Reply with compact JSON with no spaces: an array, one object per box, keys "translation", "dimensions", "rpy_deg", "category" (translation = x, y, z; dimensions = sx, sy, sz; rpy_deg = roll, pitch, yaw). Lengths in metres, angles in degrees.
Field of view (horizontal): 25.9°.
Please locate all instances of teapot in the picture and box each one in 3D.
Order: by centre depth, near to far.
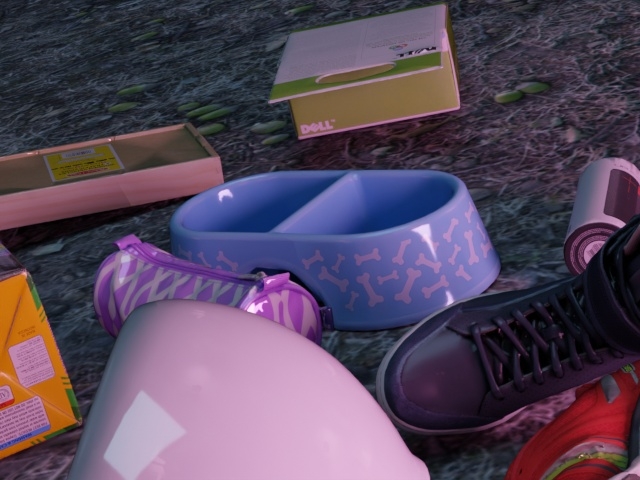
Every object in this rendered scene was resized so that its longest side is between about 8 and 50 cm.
[{"translation":[-0.025,0.155,0.607],"dimensions":[0.187,0.252,0.256],"rpy_deg":[16,42,-5],"category":"teapot"}]

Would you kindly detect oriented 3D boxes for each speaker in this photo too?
[{"translation":[0.220,-0.016,1.073],"dimensions":[0.055,0.055,0.136],"rpy_deg":[-6,22,19],"category":"speaker"}]

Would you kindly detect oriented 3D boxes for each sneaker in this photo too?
[{"translation":[0.136,0.146,0.692],"dimensions":[0.118,0.107,0.279],"rpy_deg":[-19,10,32],"category":"sneaker"},{"translation":[0.147,0.047,0.825],"dimensions":[0.226,0.086,0.163],"rpy_deg":[-18,-13,-11],"category":"sneaker"}]

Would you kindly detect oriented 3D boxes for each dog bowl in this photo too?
[{"translation":[0.000,0.000,1.142],"dimensions":[0.297,0.074,0.166],"rpy_deg":[1,26,35],"category":"dog bowl"}]

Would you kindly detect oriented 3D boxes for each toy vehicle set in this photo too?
[{"translation":[-0.249,-0.069,1.482],"dimensions":[0.267,0.035,0.166],"rpy_deg":[-11,20,-12],"category":"toy vehicle set"}]

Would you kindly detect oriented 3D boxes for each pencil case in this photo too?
[{"translation":[-0.089,0.053,1.044],"dimensions":[0.086,0.088,0.206],"rpy_deg":[-27,24,-37],"category":"pencil case"}]

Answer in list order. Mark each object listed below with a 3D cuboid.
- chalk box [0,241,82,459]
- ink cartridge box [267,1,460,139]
[{"translation":[-0.286,0.074,1.055],"dimensions":[0.132,0.132,0.213],"rpy_deg":[-22,22,-19],"category":"chalk box"},{"translation":[0.052,-0.166,1.504],"dimensions":[0.189,0.097,0.255],"rpy_deg":[-10,23,10],"category":"ink cartridge box"}]
